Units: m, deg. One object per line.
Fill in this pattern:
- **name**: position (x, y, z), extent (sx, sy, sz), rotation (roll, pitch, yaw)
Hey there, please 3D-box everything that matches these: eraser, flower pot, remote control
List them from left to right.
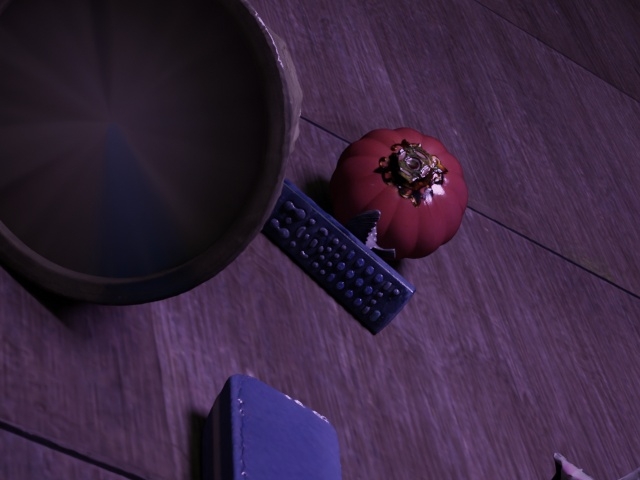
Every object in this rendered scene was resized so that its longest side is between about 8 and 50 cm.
- **flower pot**: position (-0.097, -0.085, 1.022), extent (0.212, 0.212, 0.202), rotation (43, 18, 2)
- **eraser**: position (-0.022, 0.168, 0.901), extent (0.082, 0.036, 0.225), rotation (29, 28, -23)
- **remote control**: position (0.000, 0.000, 1.191), extent (0.152, 0.043, 0.027), rotation (43, 13, 4)

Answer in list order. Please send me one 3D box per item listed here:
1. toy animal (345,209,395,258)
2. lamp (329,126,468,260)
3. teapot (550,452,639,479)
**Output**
- **toy animal**: position (0.031, -0.001, 1.219), extent (0.028, 0.084, 0.050), rotation (-27, 49, -19)
- **lamp**: position (0.060, -0.036, 1.274), extent (0.107, 0.092, 0.107), rotation (6, 59, -10)
- **teapot**: position (0.242, 0.240, 1.074), extent (0.178, 0.221, 0.163), rotation (35, 63, -35)
